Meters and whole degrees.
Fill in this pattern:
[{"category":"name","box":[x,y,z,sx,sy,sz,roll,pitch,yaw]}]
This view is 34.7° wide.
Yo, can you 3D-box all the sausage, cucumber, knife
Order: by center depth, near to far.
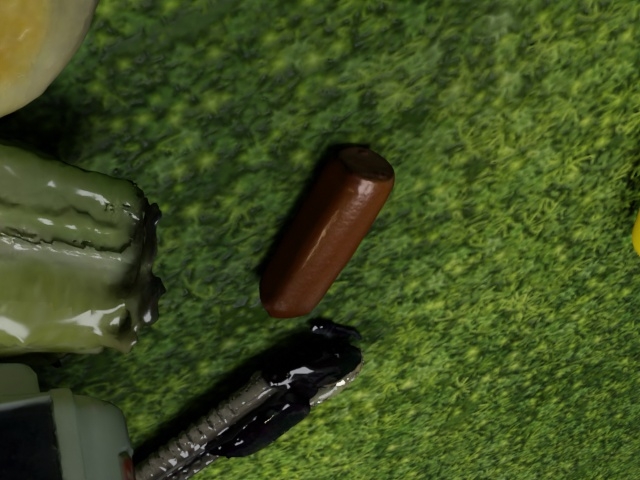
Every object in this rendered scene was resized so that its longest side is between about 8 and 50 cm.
[{"category":"cucumber","box":[-0.239,-0.006,0.421,0.325,0.105,0.145,9,162,-39]},{"category":"sausage","box":[0.000,0.000,0.636,0.039,0.041,0.131,-1,136,-41]},{"category":"knife","box":[-0.115,0.183,0.779,0.365,0.043,0.089,-37,142,11]}]

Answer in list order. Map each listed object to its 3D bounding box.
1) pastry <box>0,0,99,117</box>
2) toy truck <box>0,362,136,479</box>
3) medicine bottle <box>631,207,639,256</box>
[{"category":"pastry","box":[-0.149,-0.110,0.363,0.156,0.092,0.156,-25,143,-21]},{"category":"toy truck","box":[-0.189,0.206,0.562,0.207,0.173,0.387,-6,155,-20]},{"category":"medicine bottle","box":[0.294,-0.094,0.699,0.111,0.076,0.308,-19,142,-16]}]
